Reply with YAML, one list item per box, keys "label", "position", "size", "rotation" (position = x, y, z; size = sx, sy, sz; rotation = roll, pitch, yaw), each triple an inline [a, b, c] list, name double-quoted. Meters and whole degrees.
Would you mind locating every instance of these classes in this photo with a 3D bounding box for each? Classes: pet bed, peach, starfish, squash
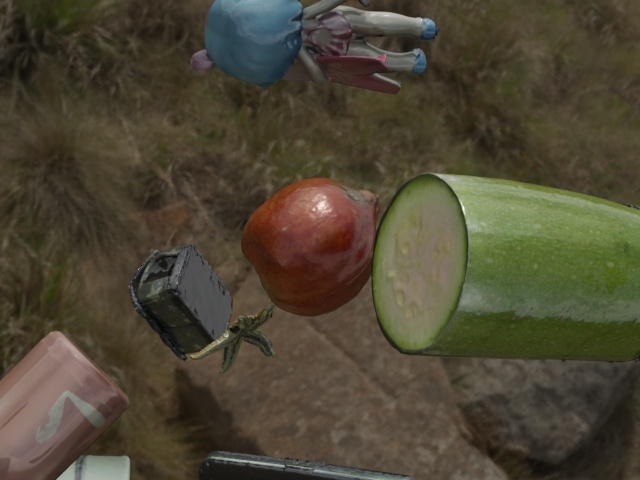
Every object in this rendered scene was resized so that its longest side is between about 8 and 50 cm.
- label: "pet bed"
  position: [-0.311, 0.132, 2.024]
  size: [0.211, 0.159, 0.183]
  rotation: [55, 29, -35]
- label: "peach"
  position: [0.000, 0.000, 1.603]
  size: [0.256, 0.232, 0.232]
  rotation: [-27, 62, -7]
- label: "starfish"
  position: [-0.160, 0.187, 1.742]
  size: [0.176, 0.208, 0.053]
  rotation: [-19, 53, -27]
- label: "squash"
  position: [0.297, 0.046, 1.359]
  size: [0.384, 0.263, 0.263]
  rotation: [6, 45, -25]

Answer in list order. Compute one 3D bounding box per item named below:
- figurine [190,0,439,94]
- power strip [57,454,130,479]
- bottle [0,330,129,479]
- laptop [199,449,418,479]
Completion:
- label: "figurine"
  position: [0.006, -0.226, 0.954]
  size: [0.260, 0.205, 0.103]
  rotation: [2, 40, -22]
- label: "power strip"
  position: [-0.437, 0.576, 1.711]
  size: [0.161, 0.357, 0.357]
  rotation: [2, 45, -12]
- label: "bottle"
  position: [-0.442, 0.307, 1.425]
  size: [0.206, 0.173, 0.297]
  rotation: [41, 75, 14]
- label: "laptop"
  position: [-0.010, 0.252, 0.747]
  size: [0.026, 0.207, 0.154]
  rotation: [-13, 100, -58]
